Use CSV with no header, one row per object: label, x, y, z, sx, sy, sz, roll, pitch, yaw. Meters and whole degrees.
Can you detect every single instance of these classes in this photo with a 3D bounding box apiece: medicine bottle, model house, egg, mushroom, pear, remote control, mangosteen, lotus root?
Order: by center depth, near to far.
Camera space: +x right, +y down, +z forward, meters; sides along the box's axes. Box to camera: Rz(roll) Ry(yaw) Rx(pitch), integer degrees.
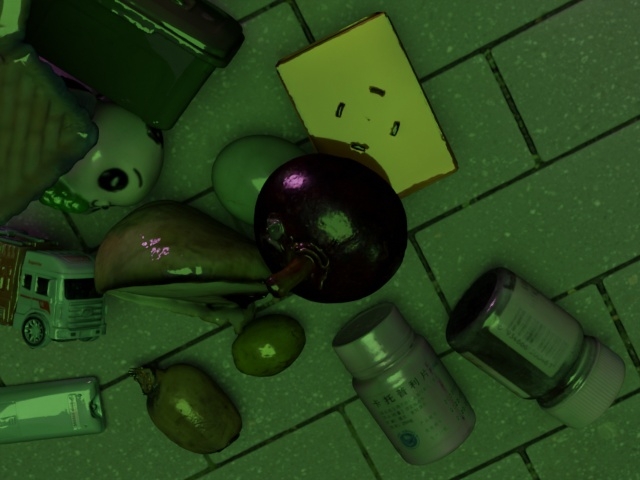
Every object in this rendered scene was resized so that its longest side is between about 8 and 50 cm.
model house,-0.517,-0.272,1.464,0.400,0.395,0.445,-2,105,-45
mangosteen,0.000,0.000,1.634,0.236,0.261,0.235,15,129,19
mushroom,-0.176,0.023,1.769,0.217,0.212,0.292,-22,142,33
egg,-0.081,-0.092,1.804,0.192,0.149,0.149,20,102,-11
medicine bottle,0.359,0.182,1.872,0.273,0.165,0.165,36,99,-11
medicine bottle,0.138,0.240,1.885,0.152,0.152,0.254,-34,102,6
pear,-0.087,0.178,1.889,0.131,0.107,0.107,-19,103,-12
lotus root,-0.230,0.279,1.904,0.221,0.118,0.125,42,81,-13
remote control,-0.524,0.304,1.933,0.293,0.051,0.103,-7,102,-1

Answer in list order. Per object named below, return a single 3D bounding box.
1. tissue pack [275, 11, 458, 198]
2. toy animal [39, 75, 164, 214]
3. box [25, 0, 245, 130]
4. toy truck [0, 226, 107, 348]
tissue pack,0.074,-0.203,1.788,0.194,0.145,0.274,-25,103,6
toy animal,-0.384,-0.140,1.759,0.267,0.212,0.212,26,101,0
box,-0.298,-0.321,1.704,0.329,0.252,0.177,30,109,-7
toy truck,-0.479,0.065,1.777,0.305,0.136,0.162,11,96,30
